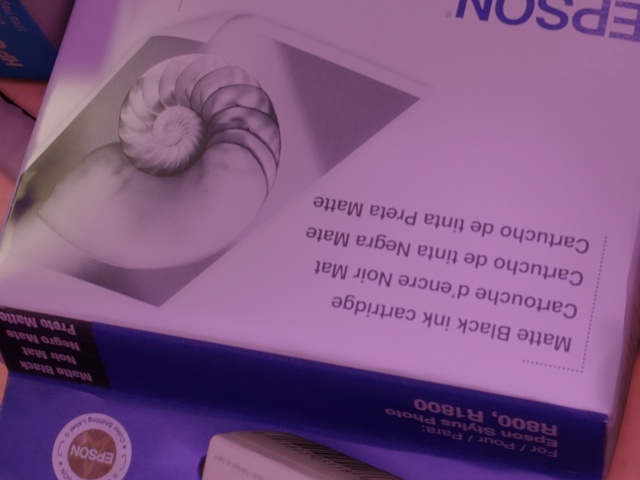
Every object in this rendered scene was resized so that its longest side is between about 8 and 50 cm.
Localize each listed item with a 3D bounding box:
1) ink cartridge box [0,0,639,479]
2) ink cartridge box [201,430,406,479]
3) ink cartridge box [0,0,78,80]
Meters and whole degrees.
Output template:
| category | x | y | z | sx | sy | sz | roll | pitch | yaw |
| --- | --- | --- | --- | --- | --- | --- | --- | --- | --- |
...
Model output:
| category | x | y | z | sx | sy | sz | roll | pitch | yaw |
| --- | --- | --- | --- | --- | --- | --- | --- | --- | --- |
| ink cartridge box | 0.000 | 0.000 | 0.530 | 0.223 | 0.045 | 0.224 | 8 | 73 | 14 |
| ink cartridge box | 0.006 | 0.158 | 0.435 | 0.145 | 0.045 | 0.179 | 15 | 96 | 51 |
| ink cartridge box | -0.182 | -0.151 | 0.604 | 0.203 | 0.086 | 0.148 | 6 | 72 | 13 |
